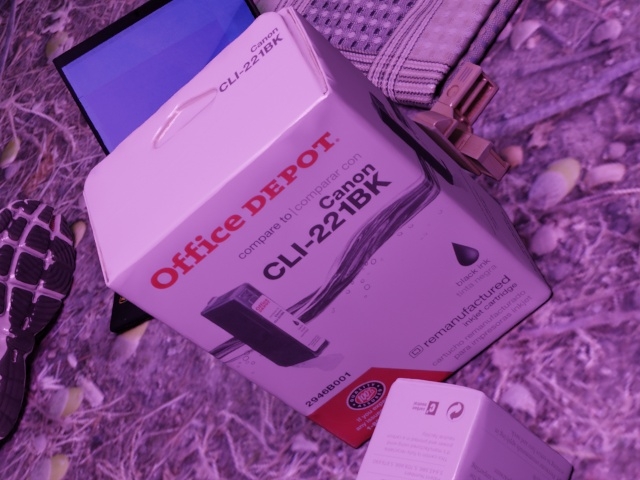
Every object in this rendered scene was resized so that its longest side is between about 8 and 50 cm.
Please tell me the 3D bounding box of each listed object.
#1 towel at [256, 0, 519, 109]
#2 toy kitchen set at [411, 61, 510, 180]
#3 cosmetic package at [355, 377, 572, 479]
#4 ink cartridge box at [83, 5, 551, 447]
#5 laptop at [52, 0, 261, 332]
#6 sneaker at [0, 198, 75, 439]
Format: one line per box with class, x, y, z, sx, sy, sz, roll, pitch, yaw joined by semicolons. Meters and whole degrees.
towel;0.086;-0.282;1.276;0.312;0.056;0.324;23;76;51
toy kitchen set;0.119;-0.104;1.090;0.075;0.068;0.083;-54;39;-3
cosmetic package;0.066;0.216;0.851;0.085;0.117;0.231;2;61;46
ink cartridge box;0.000;0.000;0.959;0.197;0.273;0.114;-40;39;14
laptop;-0.140;-0.087;1.276;0.234;0.136;0.264;-25;45;30
sneaker;-0.340;0.081;1.372;0.118;0.107;0.279;-17;46;47
